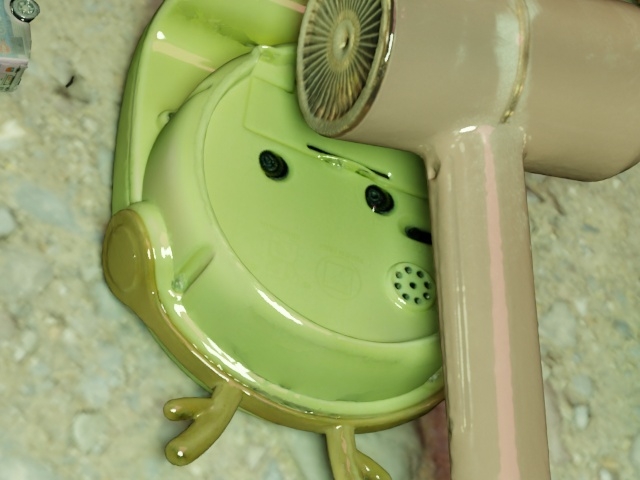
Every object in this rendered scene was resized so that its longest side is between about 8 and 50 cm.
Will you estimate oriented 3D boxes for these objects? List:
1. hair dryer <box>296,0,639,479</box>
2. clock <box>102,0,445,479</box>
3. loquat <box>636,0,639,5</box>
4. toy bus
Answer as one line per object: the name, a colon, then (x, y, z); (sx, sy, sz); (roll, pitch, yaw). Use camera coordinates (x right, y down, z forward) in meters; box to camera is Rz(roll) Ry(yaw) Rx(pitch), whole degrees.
hair dryer: (0.095, 0.021, 0.998); (0.189, 0.107, 0.344); (9, 68, -28)
clock: (0.000, 0.000, 1.064); (0.235, 0.096, 0.308); (21, 55, -19)
loquat: (0.313, -0.240, 1.294); (0.263, 0.263, 0.263); (14, 56, -22)
toy bus: (-0.189, -0.146, 1.083); (0.052, 0.037, 0.130); (2, 62, -24)
